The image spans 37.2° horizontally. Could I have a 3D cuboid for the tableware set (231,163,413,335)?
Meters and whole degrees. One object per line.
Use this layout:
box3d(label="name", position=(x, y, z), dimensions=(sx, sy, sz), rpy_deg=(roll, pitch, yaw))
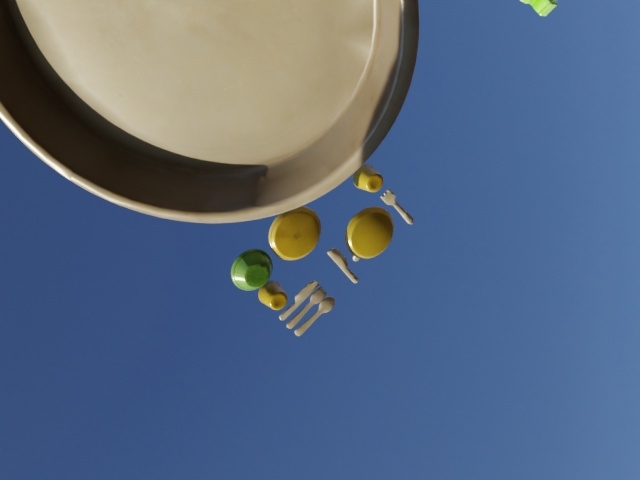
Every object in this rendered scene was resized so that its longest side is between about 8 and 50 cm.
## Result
box3d(label="tableware set", position=(0.000, 0.000, 0.807), dimensions=(0.154, 0.024, 0.104), rpy_deg=(-45, -55, -4))

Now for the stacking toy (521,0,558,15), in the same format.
box3d(label="stacking toy", position=(0.184, -0.285, 0.819), dimensions=(0.221, 0.167, 0.052), rpy_deg=(15, -131, -35))

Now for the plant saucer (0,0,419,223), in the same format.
box3d(label="plant saucer", position=(-0.080, -0.132, 0.560), dimensions=(0.041, 0.278, 0.277), rpy_deg=(-78, -27, -52))
